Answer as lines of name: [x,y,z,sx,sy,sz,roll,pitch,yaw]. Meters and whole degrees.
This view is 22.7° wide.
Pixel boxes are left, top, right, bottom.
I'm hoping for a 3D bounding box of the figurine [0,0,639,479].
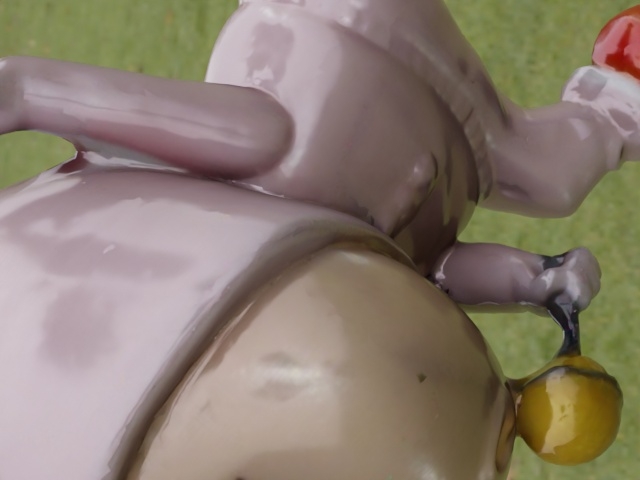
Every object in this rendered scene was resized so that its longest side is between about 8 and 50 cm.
figurine: [0.000,0.000,0.466,0.186,0.176,0.287,27,69,35]
